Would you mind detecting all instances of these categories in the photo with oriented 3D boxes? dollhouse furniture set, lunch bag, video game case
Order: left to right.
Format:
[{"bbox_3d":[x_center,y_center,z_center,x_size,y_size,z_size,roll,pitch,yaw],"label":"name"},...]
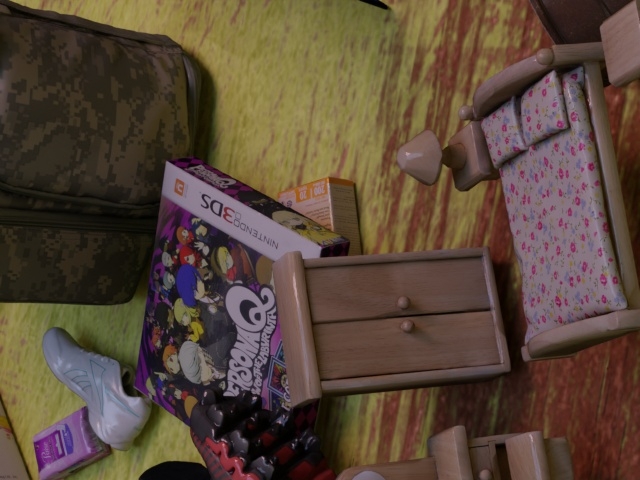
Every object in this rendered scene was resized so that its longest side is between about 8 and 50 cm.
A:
[{"bbox_3d":[-0.272,-0.093,1.444,0.212,0.305,0.256,37,109,37],"label":"lunch bag"},{"bbox_3d":[-0.075,0.069,1.393,0.210,0.042,0.232,30,118,40],"label":"video game case"},{"bbox_3d":[0.109,0.040,1.092,0.355,0.174,0.303,142,121,-65],"label":"dollhouse furniture set"}]

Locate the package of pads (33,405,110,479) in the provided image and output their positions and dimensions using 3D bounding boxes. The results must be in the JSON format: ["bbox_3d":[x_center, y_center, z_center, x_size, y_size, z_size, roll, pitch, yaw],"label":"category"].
[{"bbox_3d":[-0.246,0.201,1.564,0.083,0.032,0.050,-30,63,34],"label":"package of pads"}]

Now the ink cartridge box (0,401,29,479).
[{"bbox_3d":[-0.434,0.257,1.607,0.197,0.198,0.270,-43,59,29],"label":"ink cartridge box"}]

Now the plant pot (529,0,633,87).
[{"bbox_3d":[0.240,-0.218,1.131,0.165,0.167,0.167,-24,69,28],"label":"plant pot"}]

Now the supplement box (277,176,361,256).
[{"bbox_3d":[0.000,0.000,1.377,0.062,0.036,0.098,-16,75,39],"label":"supplement box"}]

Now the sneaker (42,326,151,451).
[{"bbox_3d":[-0.213,0.132,1.537,0.061,0.054,0.152,-50,62,13],"label":"sneaker"}]

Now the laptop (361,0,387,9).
[{"bbox_3d":[-0.149,-0.409,1.327,0.236,0.382,0.408,-6,81,39],"label":"laptop"}]

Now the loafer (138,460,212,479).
[{"bbox_3d":[-0.087,0.239,1.416,0.170,0.062,0.061,4,111,40],"label":"loafer"}]

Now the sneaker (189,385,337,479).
[{"bbox_3d":[-0.022,0.245,1.295,0.276,0.098,0.135,45,120,13],"label":"sneaker"}]
